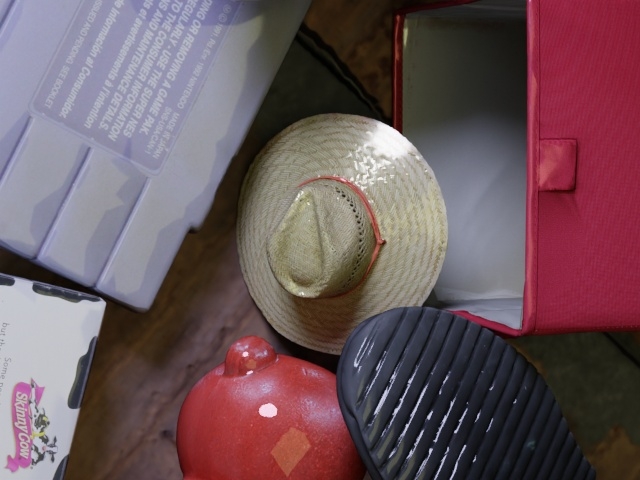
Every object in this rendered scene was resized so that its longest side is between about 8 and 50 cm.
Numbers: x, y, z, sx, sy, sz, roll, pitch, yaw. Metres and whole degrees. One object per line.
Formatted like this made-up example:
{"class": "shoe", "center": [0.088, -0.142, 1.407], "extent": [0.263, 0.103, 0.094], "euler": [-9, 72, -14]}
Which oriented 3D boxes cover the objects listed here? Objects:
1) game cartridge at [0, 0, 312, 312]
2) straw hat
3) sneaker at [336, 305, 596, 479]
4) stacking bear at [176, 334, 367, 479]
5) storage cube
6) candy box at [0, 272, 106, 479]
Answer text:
{"class": "game cartridge", "center": [-0.117, -0.161, 0.943], "extent": [0.230, 0.068, 0.355], "euler": [29, 83, -23]}
{"class": "straw hat", "center": [0.000, 0.000, 0.953], "extent": [0.144, 0.061, 0.144], "euler": [3, 97, 23]}
{"class": "sneaker", "center": [0.093, 0.156, 0.975], "extent": [0.330, 0.146, 0.122], "euler": [46, 64, -31]}
{"class": "stacking bear", "center": [-0.059, 0.201, 0.936], "extent": [0.175, 0.164, 0.289], "euler": [25, 78, -26]}
{"class": "storage cube", "center": [0.165, -0.049, 0.985], "extent": [0.193, 0.184, 0.215], "euler": [0, 93, -21]}
{"class": "candy box", "center": [-0.250, 0.080, 0.899], "extent": [0.233, 0.071, 0.159], "euler": [15, 87, -20]}
